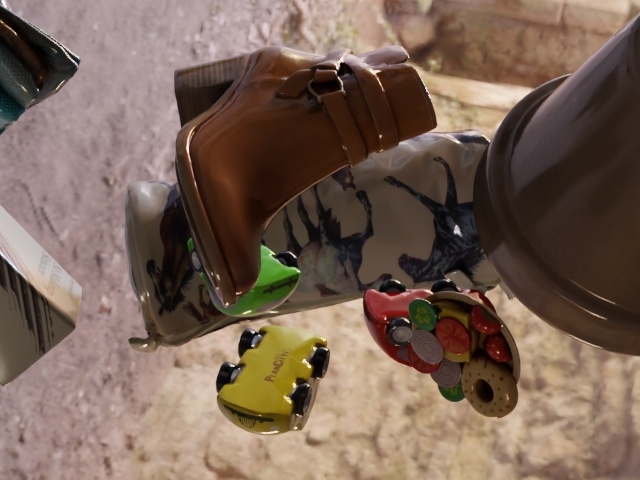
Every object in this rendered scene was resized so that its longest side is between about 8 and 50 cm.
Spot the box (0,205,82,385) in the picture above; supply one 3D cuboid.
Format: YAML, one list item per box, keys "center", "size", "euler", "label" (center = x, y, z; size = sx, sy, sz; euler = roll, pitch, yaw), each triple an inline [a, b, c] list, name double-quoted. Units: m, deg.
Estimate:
- center: [-0.347, -0.005, 0.895]
  size: [0.094, 0.275, 0.113]
  euler: [-39, -158, 5]
  label: "box"

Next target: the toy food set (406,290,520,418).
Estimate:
- center: [0.089, 0.070, 0.623]
  size: [0.020, 0.082, 0.083]
  euler: [-34, 127, -40]
  label: "toy food set"

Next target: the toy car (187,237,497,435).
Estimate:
- center: [-0.020, 0.055, 0.734]
  size: [0.239, 0.225, 0.053]
  euler: [-18, 126, -36]
  label: "toy car"

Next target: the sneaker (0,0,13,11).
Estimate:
- center: [-0.437, -0.352, 1.200]
  size: [0.098, 0.224, 0.083]
  euler: [-43, 177, 20]
  label: "sneaker"

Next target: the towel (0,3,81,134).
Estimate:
- center: [-0.312, -0.117, 0.395]
  size: [0.271, 0.370, 0.040]
  euler: [-19, -134, 52]
  label: "towel"

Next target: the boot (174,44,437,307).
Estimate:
- center: [-0.006, -0.053, 0.571]
  size: [0.073, 0.152, 0.197]
  euler: [85, -4, -49]
  label: "boot"

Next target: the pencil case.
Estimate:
- center: [0.000, 0.000, 0.983]
  size: [0.160, 0.410, 0.184]
  euler: [102, -26, -57]
  label: "pencil case"

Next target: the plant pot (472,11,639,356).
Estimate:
- center: [0.272, -0.071, 0.770]
  size: [0.229, 0.263, 0.263]
  euler: [100, 9, -61]
  label: "plant pot"
